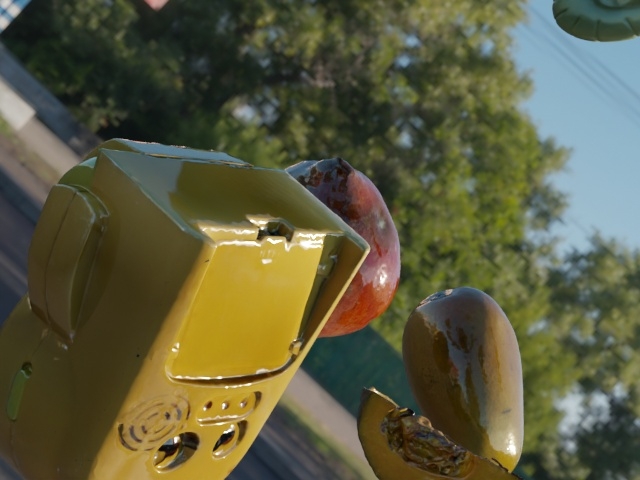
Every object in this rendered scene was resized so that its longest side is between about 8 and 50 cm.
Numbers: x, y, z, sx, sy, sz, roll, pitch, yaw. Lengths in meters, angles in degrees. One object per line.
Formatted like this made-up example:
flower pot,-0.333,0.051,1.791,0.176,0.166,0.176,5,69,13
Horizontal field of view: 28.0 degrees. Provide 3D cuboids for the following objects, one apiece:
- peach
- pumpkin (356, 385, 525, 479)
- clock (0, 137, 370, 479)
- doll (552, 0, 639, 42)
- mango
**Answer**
peach,0.000,0.000,1.733,0.232,0.232,0.256,42,-43,24
pumpkin,0.160,0.311,1.751,0.278,0.111,0.163,28,-1,22
clock,-0.137,0.088,1.054,0.244,0.317,0.200,6,23,-48
doll,0.391,-0.377,1.499,0.268,0.284,0.216,-6,-22,35
mango,0.233,0.225,2.037,0.211,0.173,0.317,19,53,-57
